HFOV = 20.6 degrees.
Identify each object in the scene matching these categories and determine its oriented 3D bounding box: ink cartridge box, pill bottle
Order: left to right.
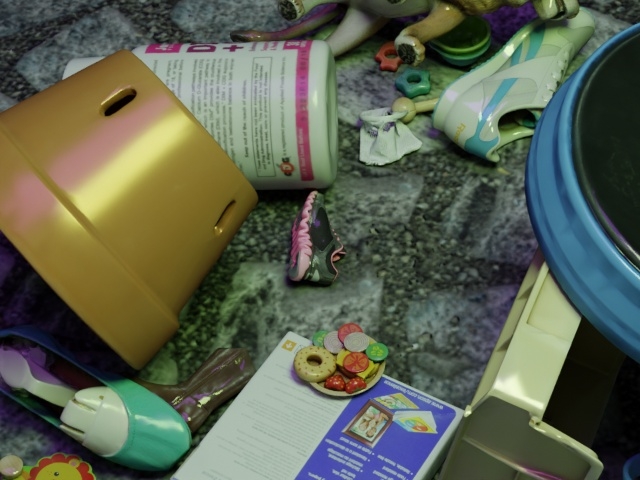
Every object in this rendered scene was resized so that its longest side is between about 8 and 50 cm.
[{"bbox_3d":[-0.127,-0.133,1.898,0.283,0.160,0.160,-1,49,5],"label":"pill bottle"},{"bbox_3d":[-0.001,0.204,1.674,0.206,0.045,0.208,24,53,24],"label":"ink cartridge box"}]

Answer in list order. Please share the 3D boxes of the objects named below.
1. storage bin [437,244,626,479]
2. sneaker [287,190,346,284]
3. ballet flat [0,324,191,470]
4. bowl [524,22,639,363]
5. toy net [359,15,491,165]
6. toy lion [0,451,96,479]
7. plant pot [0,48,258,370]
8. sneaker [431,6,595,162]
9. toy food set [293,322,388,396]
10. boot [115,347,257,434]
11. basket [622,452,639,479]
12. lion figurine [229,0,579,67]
[{"bbox_3d":[0.207,0.126,1.566,0.123,0.260,0.262,23,54,7],"label":"storage bin"},{"bbox_3d":[0.000,0.000,1.858,0.057,0.047,0.119,15,50,-10],"label":"sneaker"},{"bbox_3d":[-0.239,0.156,1.706,0.247,0.083,0.087,28,13,29],"label":"ballet flat"},{"bbox_3d":[0.373,-0.042,1.508,0.391,0.077,0.391,5,54,-7],"label":"bowl"},{"bbox_3d":[0.096,-0.180,1.994,0.122,0.045,0.232,23,55,23],"label":"toy net"},{"bbox_3d":[-0.262,0.246,1.677,0.096,0.034,0.100,6,50,1],"label":"toy lion"},{"bbox_3d":[-0.198,-0.046,1.716,0.203,0.291,0.291,-41,56,-5],"label":"plant pot"},{"bbox_3d":[0.231,-0.172,1.957,0.229,0.087,0.092,-40,66,-19],"label":"sneaker"},{"bbox_3d":[0.022,0.116,1.707,0.083,0.020,0.082,27,55,27],"label":"toy food set"},{"bbox_3d":[-0.131,0.134,1.752,0.106,0.037,0.114,39,65,19],"label":"boot"},{"bbox_3d":[0.414,0.257,1.492,0.255,0.201,0.289,-10,36,-5],"label":"basket"},{"bbox_3d":[0.098,-0.283,1.971,0.392,0.142,0.240,5,36,44],"label":"lion figurine"}]
